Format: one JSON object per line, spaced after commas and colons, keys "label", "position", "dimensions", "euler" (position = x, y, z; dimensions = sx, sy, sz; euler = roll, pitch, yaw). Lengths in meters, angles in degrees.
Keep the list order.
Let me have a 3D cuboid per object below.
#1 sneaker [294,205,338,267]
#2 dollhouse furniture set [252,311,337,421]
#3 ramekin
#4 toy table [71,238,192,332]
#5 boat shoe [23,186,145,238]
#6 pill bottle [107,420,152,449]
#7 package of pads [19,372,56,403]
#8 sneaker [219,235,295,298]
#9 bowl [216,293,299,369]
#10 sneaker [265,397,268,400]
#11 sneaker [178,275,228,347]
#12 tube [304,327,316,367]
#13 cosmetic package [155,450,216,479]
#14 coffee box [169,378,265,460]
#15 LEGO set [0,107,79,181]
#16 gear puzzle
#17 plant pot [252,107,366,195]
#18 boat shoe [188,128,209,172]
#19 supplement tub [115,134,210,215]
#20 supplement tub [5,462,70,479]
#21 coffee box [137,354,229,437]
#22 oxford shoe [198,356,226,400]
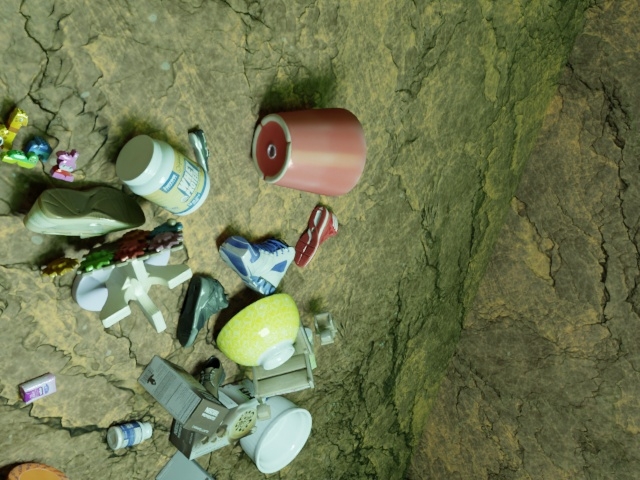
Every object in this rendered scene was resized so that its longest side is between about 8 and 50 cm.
{"label": "sneaker", "position": [0.000, 0.000, 2.142], "dimensions": [0.128, 0.087, 0.221], "euler": [20, 98, -52]}
{"label": "dollhouse furniture set", "position": [-0.065, 0.458, 2.129], "dimensions": [0.303, 0.355, 0.173], "euler": [-14, 133, 4]}
{"label": "ramekin", "position": [-0.177, 0.732, 2.371], "dimensions": [0.277, 0.135, 0.277], "euler": [-28, 132, -36]}
{"label": "toy table", "position": [-0.472, 0.105, 1.582], "dimensions": [0.274, 0.161, 0.252], "euler": [-43, 140, -21]}
{"label": "boat shoe", "position": [-0.544, -0.058, 1.451], "dimensions": [0.098, 0.109, 0.302], "euler": [-35, 165, 25]}
{"label": "pill bottle", "position": [-0.570, 0.580, 1.856], "dimensions": [0.120, 0.067, 0.067], "euler": [3, 111, -51]}
{"label": "package of pads", "position": [-0.717, 0.375, 1.575], "dimensions": [0.083, 0.032, 0.050], "euler": [-20, 125, -42]}
{"label": "sneaker", "position": [-0.184, 0.046, 1.935], "dimensions": [0.182, 0.127, 0.315], "euler": [-53, 150, -16]}
{"label": "bowl", "position": [-0.173, 0.322, 2.004], "dimensions": [0.289, 0.156, 0.289], "euler": [-30, 155, -15]}
{"label": "sneaker", "position": [-0.224, 0.576, 2.275], "dimensions": [0.135, 0.058, 0.052], "euler": [-53, 143, -10]}
{"label": "sneaker", "position": [-0.348, 0.218, 1.867], "dimensions": [0.130, 0.087, 0.227], "euler": [11, 99, -46]}
{"label": "tube", "position": [-0.059, 0.436, 2.388], "dimensions": [0.062, 0.070, 0.240], "euler": [-84, 172, -49]}
{"label": "cosmetic package", "position": [-0.420, 0.820, 2.054], "dimensions": [0.127, 0.238, 0.107], "euler": [-52, 146, -17]}
{"label": "coffee box", "position": [-0.344, 0.597, 2.094], "dimensions": [0.297, 0.119, 0.168], "euler": [-5, 118, -49]}
{"label": "LEGO set", "position": [-0.605, -0.209, 1.273], "dimensions": [0.093, 0.087, 0.227], "euler": [-53, 146, 15]}
{"label": "gear puzzle", "position": [-0.493, 0.017, 1.473], "dimensions": [0.339, 0.175, 0.044], "euler": [-16, 114, -6]}
{"label": "plant pot", "position": [-0.046, -0.258, 1.789], "dimensions": [0.243, 0.275, 0.275], "euler": [-4, 116, -38]}
{"label": "boat shoe", "position": [-0.314, -0.236, 1.646], "dimensions": [0.038, 0.046, 0.125], "euler": [-33, 127, -26]}
{"label": "supplement tub", "position": [-0.385, -0.159, 1.524], "dimensions": [0.144, 0.144, 0.200], "euler": [-59, 144, -3]}
{"label": "supplement tub", "position": [-0.788, 0.769, 1.604], "dimensions": [0.207, 0.207, 0.338], "euler": [18, 98, -53]}
{"label": "coffee box", "position": [-0.404, 0.456, 1.821], "dimensions": [0.098, 0.246, 0.141], "euler": [-55, 144, -8]}
{"label": "oxford shoe", "position": [-0.359, 0.454, 1.952], "dimensions": [0.227, 0.083, 0.096], "euler": [-87, 172, -61]}
